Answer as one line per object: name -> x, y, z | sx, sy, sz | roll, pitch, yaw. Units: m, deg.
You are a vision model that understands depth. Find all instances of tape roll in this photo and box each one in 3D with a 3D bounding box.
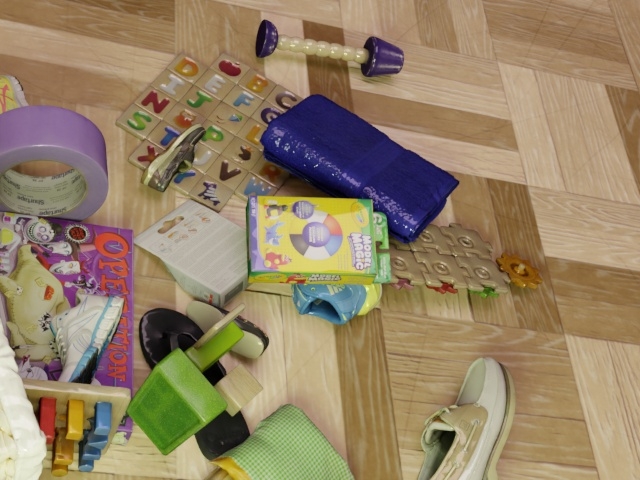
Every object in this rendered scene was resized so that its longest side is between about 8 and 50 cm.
tape roll -> -0.404, -0.103, 1.740 | 0.189, 0.189, 0.080 | 5, 50, -20

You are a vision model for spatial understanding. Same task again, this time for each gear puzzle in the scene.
gear puzzle -> 0.219, 0.037, 2.005 | 0.339, 0.044, 0.175 | 7, 38, -25

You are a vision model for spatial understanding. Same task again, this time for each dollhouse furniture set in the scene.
dollhouse furniture set -> -0.075, 0.250, 1.580 | 0.301, 0.151, 0.197 | 48, 51, 4

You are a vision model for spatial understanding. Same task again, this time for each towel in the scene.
towel -> 0.064, -0.121, 2.022 | 0.308, 0.076, 0.228 | 34, 32, 10

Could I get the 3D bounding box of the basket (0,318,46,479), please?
basket -> -0.497, 0.200, 1.351 | 0.266, 0.328, 0.331 | -11, 58, -29

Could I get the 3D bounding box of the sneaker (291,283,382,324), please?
sneaker -> -0.019, 0.037, 1.864 | 0.240, 0.091, 0.126 | 39, 48, 9

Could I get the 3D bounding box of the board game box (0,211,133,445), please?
board game box -> -0.366, 0.116, 1.673 | 0.208, 0.056, 0.346 | 11, 49, -22

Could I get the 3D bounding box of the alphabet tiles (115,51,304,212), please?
alphabet tiles -> -0.169, -0.191, 2.042 | 0.285, 0.011, 0.342 | 31, 46, 3

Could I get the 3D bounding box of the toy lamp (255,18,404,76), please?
toy lamp -> 0.021, -0.352, 2.218 | 0.275, 0.080, 0.080 | 9, 50, -19

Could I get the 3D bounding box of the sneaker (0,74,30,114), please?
sneaker -> -0.494, -0.196, 1.814 | 0.094, 0.081, 0.208 | -4, 27, -31

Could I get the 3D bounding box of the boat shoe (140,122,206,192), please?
boat shoe -> -0.227, -0.129, 1.924 | 0.049, 0.056, 0.152 | 38, 57, 3

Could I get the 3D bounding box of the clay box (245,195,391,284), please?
clay box -> 0.000, 0.000, 1.819 | 0.222, 0.053, 0.127 | 0, 66, -10

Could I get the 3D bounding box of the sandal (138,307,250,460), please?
sandal -> -0.169, 0.191, 1.690 | 0.097, 0.054, 0.254 | -18, 62, -35

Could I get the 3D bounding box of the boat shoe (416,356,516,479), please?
boat shoe -> 0.205, 0.284, 1.743 | 0.103, 0.113, 0.302 | 26, 47, -10

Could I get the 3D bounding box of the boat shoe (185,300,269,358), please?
boat shoe -> -0.137, 0.129, 1.769 | 0.133, 0.049, 0.042 | 28, 18, 9

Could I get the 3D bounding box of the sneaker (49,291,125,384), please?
sneaker -> -0.328, 0.139, 1.601 | 0.083, 0.071, 0.190 | 18, 38, -1

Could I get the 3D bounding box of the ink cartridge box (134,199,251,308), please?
ink cartridge box -> -0.180, 0.021, 1.853 | 0.179, 0.045, 0.145 | 27, 44, 24

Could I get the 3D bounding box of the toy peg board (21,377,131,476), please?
toy peg board -> -0.332, 0.249, 1.497 | 0.161, 0.161, 0.079 | 9, 52, -18
